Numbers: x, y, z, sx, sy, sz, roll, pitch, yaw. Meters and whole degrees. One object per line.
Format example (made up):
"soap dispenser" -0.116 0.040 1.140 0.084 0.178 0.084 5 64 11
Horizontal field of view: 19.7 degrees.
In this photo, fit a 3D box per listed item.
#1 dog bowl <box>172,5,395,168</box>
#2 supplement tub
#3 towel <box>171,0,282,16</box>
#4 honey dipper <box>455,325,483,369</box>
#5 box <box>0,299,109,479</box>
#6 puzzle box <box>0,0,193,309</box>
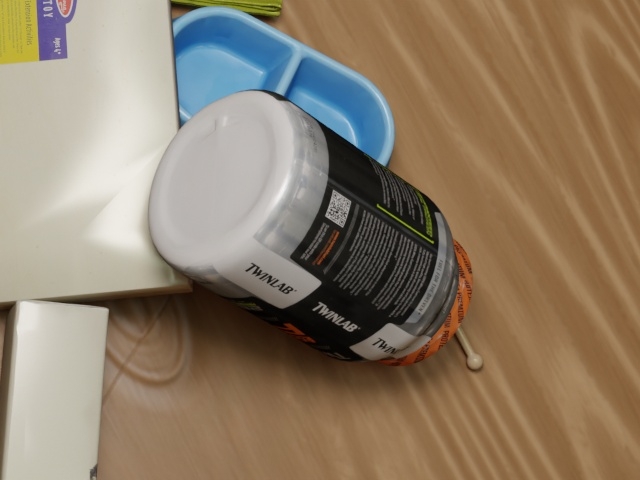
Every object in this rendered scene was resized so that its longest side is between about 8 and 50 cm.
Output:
"dog bowl" -0.053 -0.140 1.934 0.297 0.074 0.166 28 72 -8
"supplement tub" 0.000 0.000 1.797 0.316 0.193 0.193 32 68 -42
"towel" -0.155 -0.299 1.959 0.237 0.021 0.102 7 62 -14
"honey dipper" 0.133 0.065 1.963 0.030 0.030 0.160 -29 89 -19
"box" -0.266 0.202 1.781 0.094 0.113 0.275 7 77 -14
"puzzle box" -0.276 -0.137 1.845 0.272 0.052 0.409 -5 79 2
